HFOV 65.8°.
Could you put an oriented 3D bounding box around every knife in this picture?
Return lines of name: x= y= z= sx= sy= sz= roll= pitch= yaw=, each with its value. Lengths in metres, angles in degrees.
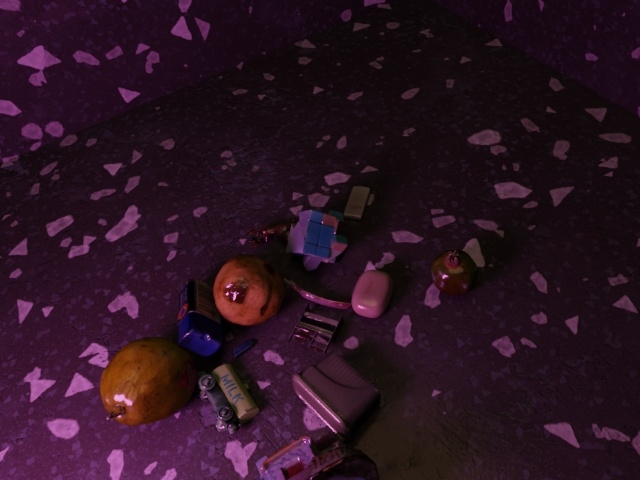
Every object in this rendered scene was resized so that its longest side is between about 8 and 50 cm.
knife: x=-0.011 y=0.218 z=1.940 sx=0.278 sy=0.123 sz=0.053 roll=21 pitch=89 yaw=11

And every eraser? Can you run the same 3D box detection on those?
eraser: x=-0.447 y=0.283 z=1.845 sx=0.101 sy=0.155 sz=0.332 roll=-49 pitch=30 yaw=15

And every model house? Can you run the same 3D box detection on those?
model house: x=-0.042 y=0.695 z=1.452 sx=0.360 sy=0.297 sz=0.339 roll=-28 pitch=21 yaw=-13

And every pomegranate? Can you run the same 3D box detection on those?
pomegranate: x=-0.276 y=0.186 z=1.874 sx=0.281 sy=0.281 sz=0.281 roll=-5 pitch=51 yaw=6
pomegranate: x=0.501 y=0.106 z=1.846 sx=0.180 sy=0.209 sz=0.180 roll=-5 pitch=55 yaw=7

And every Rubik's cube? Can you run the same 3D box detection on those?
Rubik's cube: x=0.000 y=0.000 z=2.009 sx=0.213 sy=0.224 sz=0.265 roll=15 pitch=83 yaw=-26

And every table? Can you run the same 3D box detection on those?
table: x=-0.014 y=0.337 z=1.841 sx=0.146 sy=0.062 sz=0.175 roll=15 pitch=54 yaw=21

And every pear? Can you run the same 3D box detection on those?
pear: x=-0.585 y=0.478 z=1.648 sx=0.287 sy=0.287 sz=0.375 roll=6 pitch=18 yaw=14

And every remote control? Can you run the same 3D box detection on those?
remote control: x=0.167 y=-0.173 z=2.244 sx=0.088 sy=0.029 sz=0.190 roll=8 pitch=53 yaw=15

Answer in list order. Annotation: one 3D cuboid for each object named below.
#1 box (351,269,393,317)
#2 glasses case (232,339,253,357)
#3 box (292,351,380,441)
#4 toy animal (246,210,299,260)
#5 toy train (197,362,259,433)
box: x=0.199 y=0.203 z=1.897 sx=0.146 sy=0.088 sz=0.200 roll=11 pitch=53 yaw=19
glasses case: x=-0.291 y=0.407 z=1.856 sx=0.083 sy=0.023 sz=0.033 roll=-32 pitch=48 yaw=-18
box: x=0.053 y=0.508 z=1.657 sx=0.178 sy=0.138 sz=0.274 roll=-36 pitch=57 yaw=-26
toy animal: x=-0.166 y=-0.025 z=2.146 sx=0.260 sy=0.087 sz=0.243 roll=-34 pitch=52 yaw=-21
toy train: x=-0.318 y=0.540 z=1.714 sx=0.157 sy=0.105 sz=0.253 roll=-22 pitch=49 yaw=-27
